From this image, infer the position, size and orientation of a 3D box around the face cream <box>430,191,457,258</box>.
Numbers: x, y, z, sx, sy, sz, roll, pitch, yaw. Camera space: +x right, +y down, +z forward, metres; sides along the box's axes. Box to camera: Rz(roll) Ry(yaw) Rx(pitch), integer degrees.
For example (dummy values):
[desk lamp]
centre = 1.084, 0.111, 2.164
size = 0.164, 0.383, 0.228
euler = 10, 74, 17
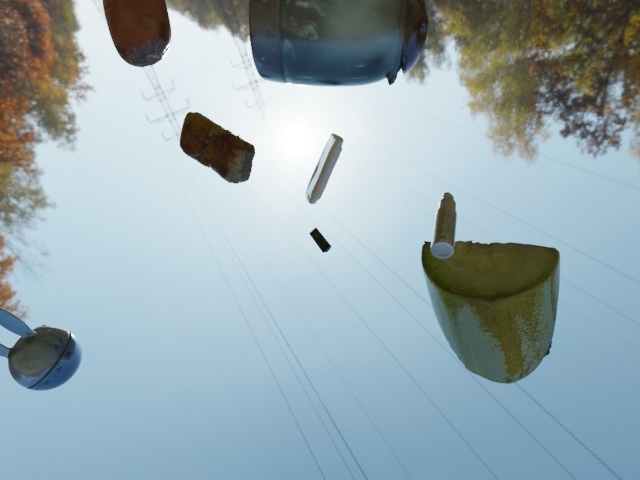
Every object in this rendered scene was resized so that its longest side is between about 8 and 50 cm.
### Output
[face cream]
centre = 0.192, -0.028, 0.676
size = 0.034, 0.034, 0.130
euler = -1, -138, 22

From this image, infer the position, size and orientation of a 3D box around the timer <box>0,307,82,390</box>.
[timer]
centre = -0.718, 0.257, 1.092
size = 0.175, 0.255, 0.175
euler = -40, -170, 9

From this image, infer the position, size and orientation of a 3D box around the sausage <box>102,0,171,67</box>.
[sausage]
centre = -0.338, -0.438, 0.793
size = 0.114, 0.258, 0.113
euler = -14, 174, -2

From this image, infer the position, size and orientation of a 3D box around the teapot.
[teapot]
centre = 0.053, -0.449, 0.837
size = 0.313, 0.314, 0.233
euler = 10, -165, 8

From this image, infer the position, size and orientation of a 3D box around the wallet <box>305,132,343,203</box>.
[wallet]
centre = 0.010, -0.183, 1.123
size = 0.032, 0.182, 0.124
euler = 19, -163, -16

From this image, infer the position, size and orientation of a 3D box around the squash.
[squash]
centre = 0.292, 0.119, 0.786
size = 0.237, 0.154, 0.204
euler = 1, -141, 30

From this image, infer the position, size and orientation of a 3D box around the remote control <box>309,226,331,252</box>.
[remote control]
centre = 0.000, 0.000, 1.230
size = 0.034, 0.016, 0.091
euler = -44, -132, 8

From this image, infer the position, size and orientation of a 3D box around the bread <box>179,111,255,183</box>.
[bread]
centre = -0.292, -0.263, 1.218
size = 0.271, 0.139, 0.077
euler = 35, -147, 30
